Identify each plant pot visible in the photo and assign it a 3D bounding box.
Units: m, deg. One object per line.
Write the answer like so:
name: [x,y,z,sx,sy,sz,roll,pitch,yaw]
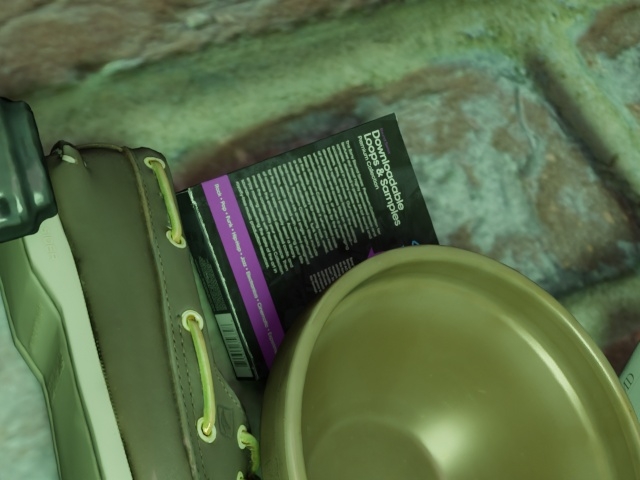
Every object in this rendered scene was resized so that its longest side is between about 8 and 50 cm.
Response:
plant pot: [0.058,0.131,0.575,0.237,0.110,0.237,17,57,-27]

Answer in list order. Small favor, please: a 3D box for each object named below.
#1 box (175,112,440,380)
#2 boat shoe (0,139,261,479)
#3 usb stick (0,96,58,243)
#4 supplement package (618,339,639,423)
box: [0.000,0.000,0.653,0.162,0.029,0.116,-23,97,-33]
boat shoe: [-0.083,0.091,0.533,0.096,0.116,0.324,-9,63,-27]
usb stick: [-0.260,-0.004,0.479,0.278,0.045,0.077,-15,64,-11]
supplement package: [0.256,0.143,0.636,0.105,0.105,0.179,8,29,-22]
